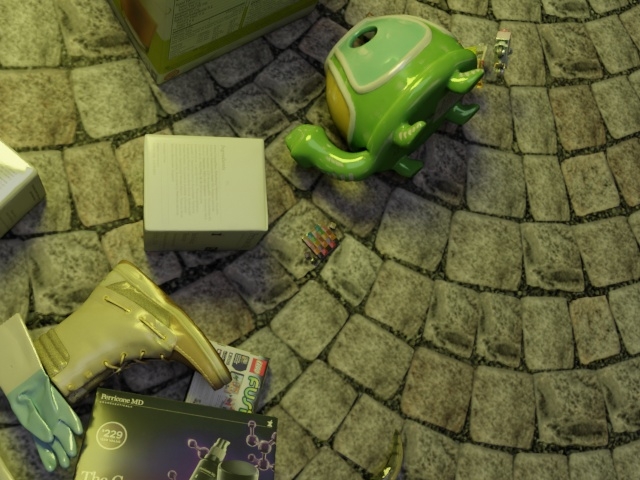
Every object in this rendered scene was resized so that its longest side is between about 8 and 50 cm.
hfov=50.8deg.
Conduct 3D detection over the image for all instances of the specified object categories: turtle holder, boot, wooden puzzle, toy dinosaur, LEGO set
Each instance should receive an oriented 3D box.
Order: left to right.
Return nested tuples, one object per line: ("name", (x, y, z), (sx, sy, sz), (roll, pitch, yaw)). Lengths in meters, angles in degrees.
("boot", (-0.279, 0.176, 0.995), (0.262, 0.095, 0.203), (41, 70, 16))
("wooden puzzle", (0.000, 0.000, 1.180), (0.083, 0.006, 0.049), (-42, 91, -20))
("toy dinosaur", (0.089, 0.446, 1.080), (0.118, 0.064, 0.268), (42, 67, 4))
("turtle holder", (0.109, -0.238, 1.170), (0.227, 0.243, 0.320), (45, 111, 13))
("LEGO set", (0.216, -0.369, 1.275), (0.287, 0.132, 0.107), (15, 55, 12))

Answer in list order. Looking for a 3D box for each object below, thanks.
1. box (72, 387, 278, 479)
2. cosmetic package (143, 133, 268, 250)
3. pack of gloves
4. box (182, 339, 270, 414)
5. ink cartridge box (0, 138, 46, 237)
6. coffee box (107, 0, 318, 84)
("box", (-0.200, 0.325, 0.928), (0.261, 0.103, 0.184), (13, 45, -13))
("cosmetic package", (-0.187, -0.070, 1.067), (0.184, 0.151, 0.151), (0, 78, -14))
("pack of gloves", (-0.437, 0.253, 0.944), (0.195, 0.046, 0.232), (-38, 71, 1))
("box", (-0.162, 0.271, 1.059), (0.114, 0.036, 0.207), (19, 73, -11))
("ink cartridge box", (-0.590, -0.049, 0.961), (0.226, 0.131, 0.306), (42, 72, -4))
("coffee box", (-0.189, -0.522, 1.071), (0.338, 0.334, 0.337), (-31, 87, -20))
